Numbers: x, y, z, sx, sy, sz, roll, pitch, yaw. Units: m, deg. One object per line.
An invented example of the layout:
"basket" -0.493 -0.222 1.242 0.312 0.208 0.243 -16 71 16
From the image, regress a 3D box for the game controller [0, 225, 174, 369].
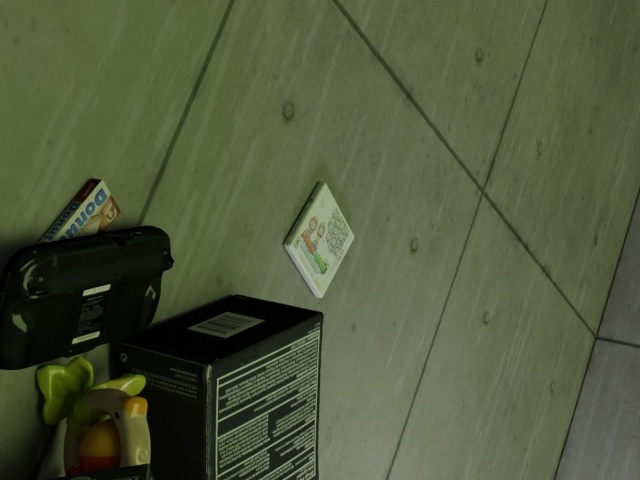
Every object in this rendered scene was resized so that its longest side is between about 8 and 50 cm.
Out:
"game controller" -0.309 0.072 1.510 0.319 0.067 0.166 -13 130 -60

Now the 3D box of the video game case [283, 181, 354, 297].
"video game case" 0.000 0.000 2.024 0.143 0.019 0.157 -61 143 -27

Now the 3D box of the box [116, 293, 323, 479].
"box" -0.148 0.265 1.718 0.296 0.183 0.294 -19 114 -55

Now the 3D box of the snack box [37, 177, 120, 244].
"snack box" -0.331 0.002 1.508 0.178 0.022 0.064 -57 143 -31

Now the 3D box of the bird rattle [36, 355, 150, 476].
"bird rattle" -0.298 0.281 1.492 0.143 0.207 0.253 19 73 -39

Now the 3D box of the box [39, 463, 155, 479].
"box" -0.320 0.395 1.427 0.060 0.270 0.216 -95 176 -59
